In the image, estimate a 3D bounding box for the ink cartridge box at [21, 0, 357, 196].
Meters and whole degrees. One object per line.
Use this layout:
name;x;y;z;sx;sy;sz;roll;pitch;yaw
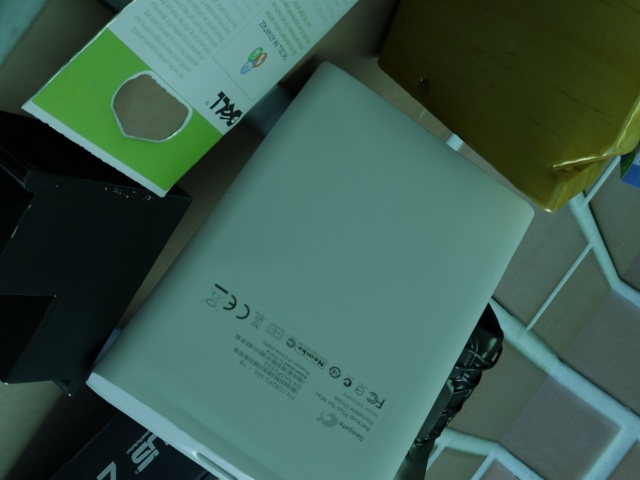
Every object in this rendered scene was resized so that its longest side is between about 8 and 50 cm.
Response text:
ink cartridge box;-0.053;-0.161;0.596;0.255;0.097;0.189;-45;164;1

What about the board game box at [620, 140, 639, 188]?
board game box;0.283;-0.149;0.837;0.136;0.035;0.201;-73;-174;-48

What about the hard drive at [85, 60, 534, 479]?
hard drive;0.007;0.035;0.809;0.307;0.203;0.040;-57;-177;-32

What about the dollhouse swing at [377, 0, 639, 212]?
dollhouse swing;0.262;-0.242;0.905;0.305;0.315;0.347;-3;128;-39

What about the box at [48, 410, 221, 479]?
box;-0.110;0.234;1.024;0.318;0.097;0.395;-42;160;13

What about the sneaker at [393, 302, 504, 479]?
sneaker;0.084;0.106;0.940;0.109;0.130;0.286;-19;114;-63

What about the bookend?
bookend;-0.178;0.013;0.671;0.157;0.072;0.156;-58;157;12
